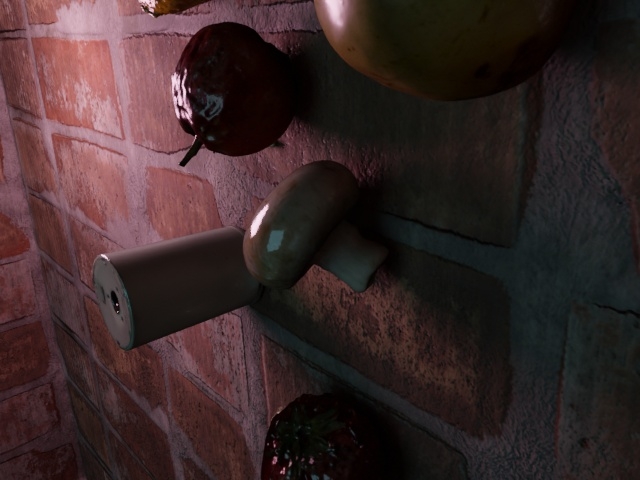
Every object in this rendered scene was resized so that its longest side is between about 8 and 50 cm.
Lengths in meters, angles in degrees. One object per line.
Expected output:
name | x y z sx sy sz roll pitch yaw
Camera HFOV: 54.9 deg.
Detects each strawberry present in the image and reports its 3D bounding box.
strawberry | 0.015 0.444 1.179 0.274 0.274 0.220 16 154 48

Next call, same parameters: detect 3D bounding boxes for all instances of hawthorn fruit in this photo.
hawthorn fruit | -0.165 -0.238 1.098 0.230 0.210 0.266 30 92 25

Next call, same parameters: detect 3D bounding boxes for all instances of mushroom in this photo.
mushroom | 0.000 0.000 1.015 0.243 0.243 0.244 25 123 45

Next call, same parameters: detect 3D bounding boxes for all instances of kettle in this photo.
kettle | -0.320 0.099 1.366 0.265 0.317 0.205 -35 77 53

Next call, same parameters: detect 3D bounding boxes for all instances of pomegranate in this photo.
pomegranate | 0.124 -0.298 0.658 0.319 0.319 0.320 25 123 45

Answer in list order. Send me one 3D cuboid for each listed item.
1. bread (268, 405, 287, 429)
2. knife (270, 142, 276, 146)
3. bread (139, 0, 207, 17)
bread | -0.062 0.443 1.374 0.106 0.082 0.125 31 107 32
knife | -0.152 -0.217 1.273 0.207 0.014 0.030 22 122 47
bread | -0.295 -0.567 1.206 0.239 0.139 0.240 25 123 45
